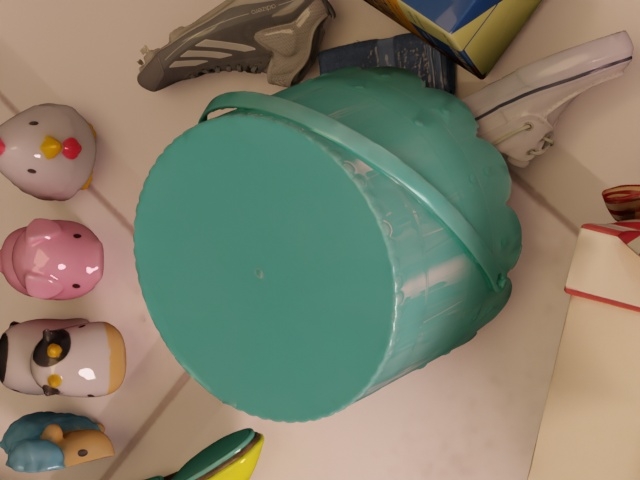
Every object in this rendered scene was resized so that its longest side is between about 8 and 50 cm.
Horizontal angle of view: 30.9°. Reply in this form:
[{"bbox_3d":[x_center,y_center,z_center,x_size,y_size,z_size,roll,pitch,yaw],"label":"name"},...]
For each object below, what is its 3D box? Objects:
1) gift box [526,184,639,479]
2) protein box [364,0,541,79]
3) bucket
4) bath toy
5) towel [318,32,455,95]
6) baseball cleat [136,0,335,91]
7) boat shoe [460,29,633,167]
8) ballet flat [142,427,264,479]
[{"bbox_3d":[0.291,0.106,0.789,0.255,0.276,0.258,14,95,18],"label":"gift box"},{"bbox_3d":[0.097,-0.277,0.925,0.201,0.136,0.200,38,96,19],"label":"protein box"},{"bbox_3d":[0.000,0.000,0.923,0.281,0.183,0.281,10,110,30],"label":"bucket"},{"bbox_3d":[-0.262,0.038,1.106,0.151,0.129,0.348,-5,88,24],"label":"bath toy"},{"bbox_3d":[0.059,-0.145,1.016,0.119,0.029,0.067,-5,87,23],"label":"towel"},{"bbox_3d":[-0.078,-0.169,1.055,0.206,0.072,0.109,-30,98,33],"label":"baseball cleat"},{"bbox_3d":[0.160,-0.097,0.954,0.226,0.083,0.076,-22,92,34],"label":"boat shoe"},{"bbox_3d":[-0.130,0.248,1.087,0.231,0.077,0.077,-28,100,24],"label":"ballet flat"}]
